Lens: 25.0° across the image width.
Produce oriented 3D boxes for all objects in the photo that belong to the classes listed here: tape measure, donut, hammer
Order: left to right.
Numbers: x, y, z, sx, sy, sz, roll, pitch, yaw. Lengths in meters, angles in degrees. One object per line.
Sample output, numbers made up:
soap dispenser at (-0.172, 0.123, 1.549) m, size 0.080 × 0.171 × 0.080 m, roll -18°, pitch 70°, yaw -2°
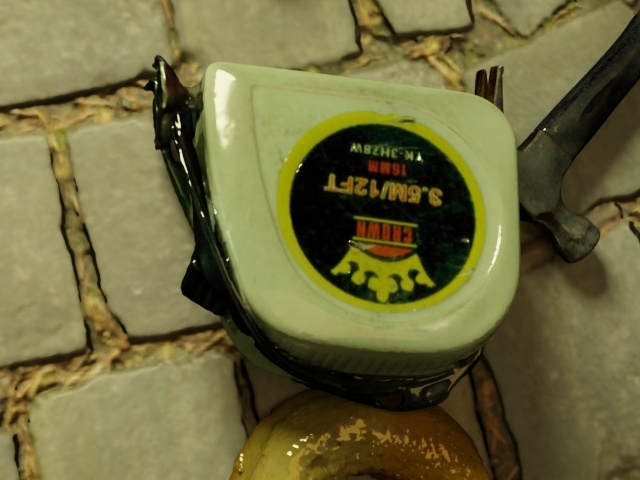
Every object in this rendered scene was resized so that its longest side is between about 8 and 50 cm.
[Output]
tape measure at (0.000, 0.000, 0.908) m, size 0.235 × 0.115 × 0.207 m, roll 6°, pitch 71°, yaw -11°
donut at (0.032, 0.172, 0.924) m, size 0.178 × 0.065 × 0.162 m, roll 9°, pitch 83°, yaw -13°
hammer at (0.215, -0.135, 1.011) m, size 0.137 × 0.037 × 0.290 m, roll 44°, pitch 75°, yaw -15°
